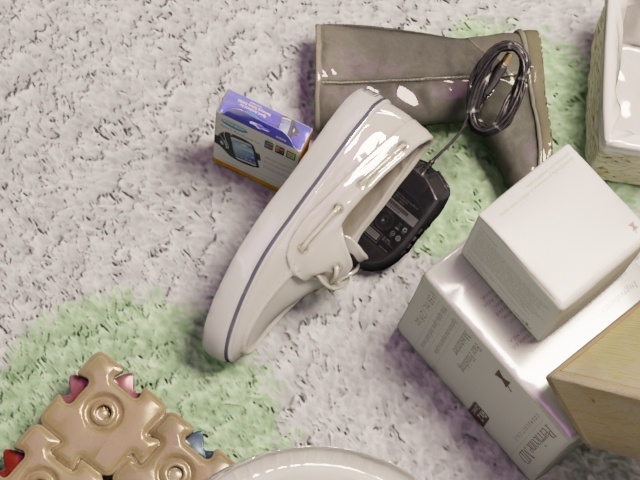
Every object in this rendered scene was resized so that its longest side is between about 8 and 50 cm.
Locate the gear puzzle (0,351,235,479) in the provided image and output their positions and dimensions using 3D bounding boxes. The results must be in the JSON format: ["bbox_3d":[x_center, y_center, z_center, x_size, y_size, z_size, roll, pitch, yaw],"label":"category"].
[{"bbox_3d":[-0.227,0.268,1.398,0.175,0.044,0.339,39,74,6],"label":"gear puzzle"}]

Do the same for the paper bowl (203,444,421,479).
[{"bbox_3d":[-0.004,0.300,1.330,0.284,0.148,0.284,3,77,-11],"label":"paper bowl"}]

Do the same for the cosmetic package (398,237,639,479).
[{"bbox_3d":[0.188,0.076,1.449,0.151,0.151,0.184,-37,77,-17],"label":"cosmetic package"}]

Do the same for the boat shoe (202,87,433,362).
[{"bbox_3d":[0.000,0.000,1.464,0.088,0.096,0.267,32,81,16],"label":"boat shoe"}]

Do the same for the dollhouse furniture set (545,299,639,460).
[{"bbox_3d":[0.382,0.229,1.286,0.362,0.256,0.394,-36,106,-17],"label":"dollhouse furniture set"}]

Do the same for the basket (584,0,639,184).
[{"bbox_3d":[0.302,-0.137,1.563,0.113,0.103,0.167,8,69,-3],"label":"basket"}]

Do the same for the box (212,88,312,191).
[{"bbox_3d":[-0.051,-0.086,1.487,0.081,0.136,0.028,26,70,3],"label":"box"}]

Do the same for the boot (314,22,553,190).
[{"bbox_3d":[0.098,-0.113,1.548,0.208,0.076,0.190,-1,68,-10],"label":"boot"}]

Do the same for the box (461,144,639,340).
[{"bbox_3d":[0.184,0.003,1.347,0.101,0.087,0.102,-37,78,-17],"label":"box"}]

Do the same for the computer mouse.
[{"bbox_3d":[0.105,-0.072,1.505,0.071,0.041,0.242,44,102,20],"label":"computer mouse"}]
